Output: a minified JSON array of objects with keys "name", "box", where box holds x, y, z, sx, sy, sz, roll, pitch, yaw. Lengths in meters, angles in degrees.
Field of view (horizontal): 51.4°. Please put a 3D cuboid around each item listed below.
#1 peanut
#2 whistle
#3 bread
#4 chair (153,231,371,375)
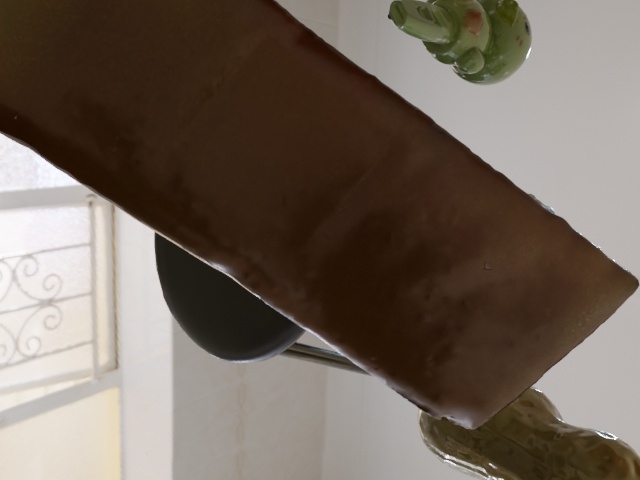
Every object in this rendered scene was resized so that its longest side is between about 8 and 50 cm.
[{"name":"peanut","box":[0.268,0.262,0.872,0.319,0.147,0.147,13,-75,46]},{"name":"whistle","box":[0.218,-0.309,0.960,0.141,0.294,0.141,-2,-94,33]},{"name":"bread","box":[-0.008,-0.035,0.379,0.361,0.077,0.138,35,-75,-10]},{"name":"chair","box":[0.000,0.000,0.997,0.364,0.410,0.362,37,-70,31]}]
